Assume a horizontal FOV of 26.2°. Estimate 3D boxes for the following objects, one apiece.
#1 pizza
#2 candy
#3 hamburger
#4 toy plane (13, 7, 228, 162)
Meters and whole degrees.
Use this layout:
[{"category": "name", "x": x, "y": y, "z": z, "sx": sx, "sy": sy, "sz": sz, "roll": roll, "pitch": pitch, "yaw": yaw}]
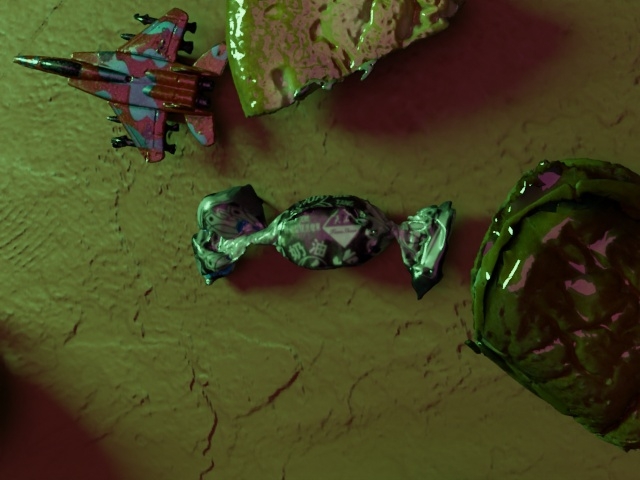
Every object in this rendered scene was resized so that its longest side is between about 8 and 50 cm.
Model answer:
[{"category": "pizza", "x": 0.020, "y": -0.178, "z": 1.091, "sx": 0.194, "sy": 0.069, "sz": 0.154, "roll": -3, "pitch": 90, "yaw": 11}, {"category": "candy", "x": 0.000, "y": 0.000, "z": 1.111, "sx": 0.226, "sy": 0.051, "sz": 0.094, "roll": -1, "pitch": 101, "yaw": 20}, {"category": "hamburger", "x": 0.206, "y": 0.044, "z": 1.004, "sx": 0.206, "sy": 0.130, "sz": 0.183, "roll": 32, "pitch": 103, "yaw": 13}, {"category": "toy plane", "x": -0.169, "y": -0.137, "z": 1.156, "sx": 0.189, "sy": 0.061, "sz": 0.130, "roll": 12, "pitch": 95, "yaw": 22}]
